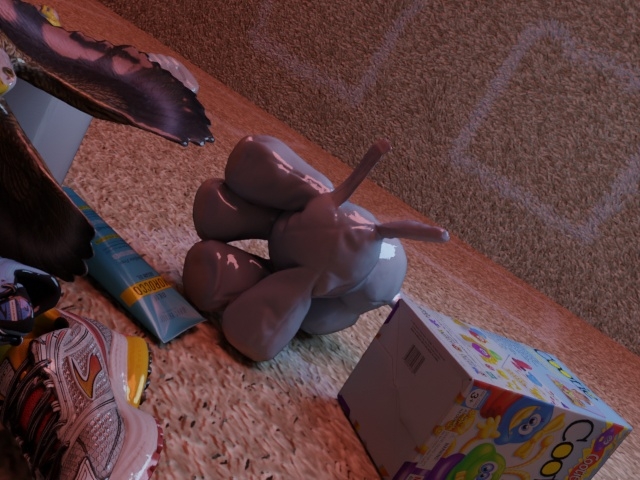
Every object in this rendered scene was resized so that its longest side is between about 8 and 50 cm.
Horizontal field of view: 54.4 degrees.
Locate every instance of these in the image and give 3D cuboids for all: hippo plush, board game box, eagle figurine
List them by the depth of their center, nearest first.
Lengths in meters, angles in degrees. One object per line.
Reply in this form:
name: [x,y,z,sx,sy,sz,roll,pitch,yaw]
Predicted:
eagle figurine: [-0.270,-0.135,0.535,0.298,0.226,0.225,52,23,-42]
board game box: [0.184,0.193,0.699,0.275,0.142,0.144,22,17,-31]
hippo plush: [0.000,0.000,0.757,0.234,0.294,0.236,61,17,21]

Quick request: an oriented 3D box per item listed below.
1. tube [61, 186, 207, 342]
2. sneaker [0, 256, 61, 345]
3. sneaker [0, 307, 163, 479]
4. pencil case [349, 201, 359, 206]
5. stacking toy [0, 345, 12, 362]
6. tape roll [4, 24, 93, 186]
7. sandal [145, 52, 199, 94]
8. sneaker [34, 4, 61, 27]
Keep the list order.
tube: [-0.213,0.028,0.652,0.207,0.052,0.080,41,25,11]
sneaker: [-0.204,0.037,0.354,0.073,0.064,0.162,5,11,4]
sneaker: [-0.160,0.113,0.379,0.092,0.088,0.225,35,2,-26]
pencil case: [0.075,0.012,1.193,0.104,0.104,0.236,23,14,-28]
stacking toy: [-0.344,0.032,0.342,0.280,0.130,0.309,54,10,-19]
tape roll: [-0.390,-0.178,0.720,0.246,0.169,0.246,30,15,-9]
sandal: [-0.414,-0.317,1.291,0.169,0.102,0.416,52,30,16]
sneaker: [-0.643,-0.477,1.366,0.126,0.091,0.240,15,22,-46]
